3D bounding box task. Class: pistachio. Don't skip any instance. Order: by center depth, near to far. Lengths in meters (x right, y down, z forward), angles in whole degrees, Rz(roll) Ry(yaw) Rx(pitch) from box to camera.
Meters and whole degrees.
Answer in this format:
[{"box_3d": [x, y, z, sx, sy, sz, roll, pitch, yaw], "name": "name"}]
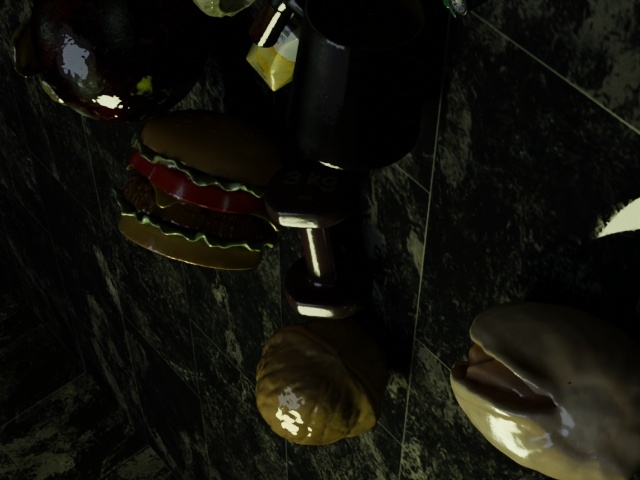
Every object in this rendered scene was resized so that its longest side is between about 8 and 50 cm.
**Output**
[{"box_3d": [0.277, 0.171, 1.489, 0.318, 0.213, 0.194, 32, 104, 59], "name": "pistachio"}]

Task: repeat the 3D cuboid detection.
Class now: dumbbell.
[{"box_3d": [0.000, 0.000, 1.838, 0.140, 0.124, 0.225, 6, 133, 17], "name": "dumbbell"}]

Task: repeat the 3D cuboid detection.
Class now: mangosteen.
[{"box_3d": [-0.308, -0.308, 1.860, 0.288, 0.288, 0.288, 42, 152, 29], "name": "mangosteen"}]

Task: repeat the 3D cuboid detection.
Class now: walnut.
[{"box_3d": [0.003, 0.223, 2.004, 0.228, 0.228, 0.228, 42, 152, 29], "name": "walnut"}]

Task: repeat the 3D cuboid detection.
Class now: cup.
[{"box_3d": [0.010, -0.210, 1.489, 0.239, 0.166, 0.177, 14, 140, 8], "name": "cup"}]

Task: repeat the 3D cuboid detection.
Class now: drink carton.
[{"box_3d": [-0.039, -0.280, 1.645, 0.084, 0.074, 0.200, 53, 154, 8], "name": "drink carton"}]

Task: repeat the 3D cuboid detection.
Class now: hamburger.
[{"box_3d": [-0.175, -0.092, 1.917, 0.274, 0.274, 0.212, 29, 108, 46], "name": "hamburger"}]

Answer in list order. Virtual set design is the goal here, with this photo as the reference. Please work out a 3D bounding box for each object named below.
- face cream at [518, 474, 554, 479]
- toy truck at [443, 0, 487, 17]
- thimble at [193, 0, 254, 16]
[{"box_3d": [0.363, 0.410, 1.739, 0.229, 0.075, 0.075, 41, 151, 33], "name": "face cream"}, {"box_3d": [0.156, -0.299, 1.271, 0.079, 0.065, 0.147, 50, 155, 20], "name": "toy truck"}, {"box_3d": [-0.126, -0.392, 1.603, 0.143, 0.137, 0.190, 54, 141, 11], "name": "thimble"}]
